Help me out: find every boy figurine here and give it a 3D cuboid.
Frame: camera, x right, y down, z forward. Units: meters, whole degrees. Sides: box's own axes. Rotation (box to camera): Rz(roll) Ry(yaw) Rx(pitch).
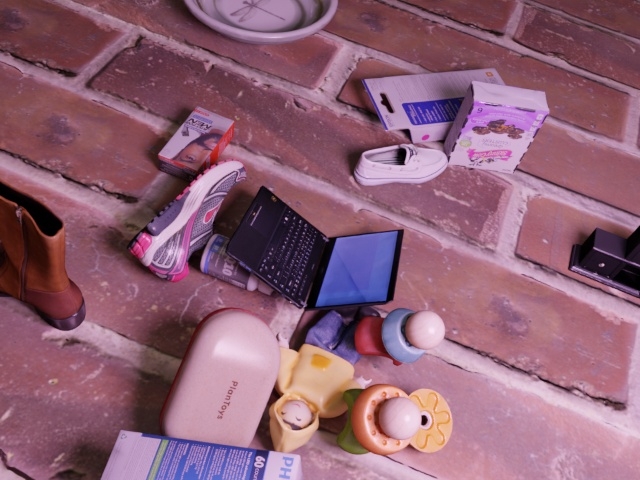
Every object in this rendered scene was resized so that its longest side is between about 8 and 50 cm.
[{"bbox_3d":[-0.010,0.218,1.041,0.177,0.092,0.285,31,52,9],"label":"boy figurine"}]

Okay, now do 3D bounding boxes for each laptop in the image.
[{"bbox_3d":[0.000,0.000,1.127,0.264,0.136,0.234,39,32,-13],"label":"laptop"}]

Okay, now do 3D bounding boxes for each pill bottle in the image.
[{"bbox_3d":[-0.143,0.046,1.148,0.137,0.078,0.078,21,53,5],"label":"pill bottle"}]

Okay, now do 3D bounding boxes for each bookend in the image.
[{"bbox_3d":[0.611,0.021,1.255,0.156,0.157,0.072,23,53,6],"label":"bookend"}]

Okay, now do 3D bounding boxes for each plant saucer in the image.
[{"bbox_3d":[-0.158,-0.610,1.612,0.400,0.101,0.401,5,54,-6],"label":"plant saucer"}]

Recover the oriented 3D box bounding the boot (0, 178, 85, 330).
[{"bbox_3d":[-0.496,0.007,0.984,0.264,0.280,0.096,35,56,15],"label":"boot"}]

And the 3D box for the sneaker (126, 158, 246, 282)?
[{"bbox_3d":[-0.234,-0.045,1.191,0.112,0.121,0.299,46,53,-13],"label":"sneaker"}]

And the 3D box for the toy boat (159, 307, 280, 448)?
[{"bbox_3d":[-0.163,0.216,0.988,0.151,0.151,0.231,24,86,-27],"label":"toy boat"}]

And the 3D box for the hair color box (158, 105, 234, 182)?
[{"bbox_3d":[-0.259,-0.202,1.324,0.093,0.053,0.167,22,55,5],"label":"hair color box"}]

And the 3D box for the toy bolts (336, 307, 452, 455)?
[{"bbox_3d":[0.150,0.219,0.972,0.218,0.158,0.229,15,67,-22],"label":"toy bolts"}]

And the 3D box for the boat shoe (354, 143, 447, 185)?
[{"bbox_3d":[0.185,-0.171,1.368,0.226,0.076,0.083,-15,59,-20],"label":"boat shoe"}]

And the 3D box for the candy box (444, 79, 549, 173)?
[{"bbox_3d":[0.381,-0.244,1.382,0.164,0.196,0.070,7,54,-5],"label":"candy box"}]

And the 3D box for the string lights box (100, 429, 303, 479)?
[{"bbox_3d":[-0.163,0.347,0.844,0.259,0.077,0.133,6,47,8],"label":"string lights box"}]

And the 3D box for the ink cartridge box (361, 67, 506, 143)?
[{"bbox_3d":[0.290,-0.325,1.508,0.370,0.069,0.176,-8,57,-19],"label":"ink cartridge box"}]
